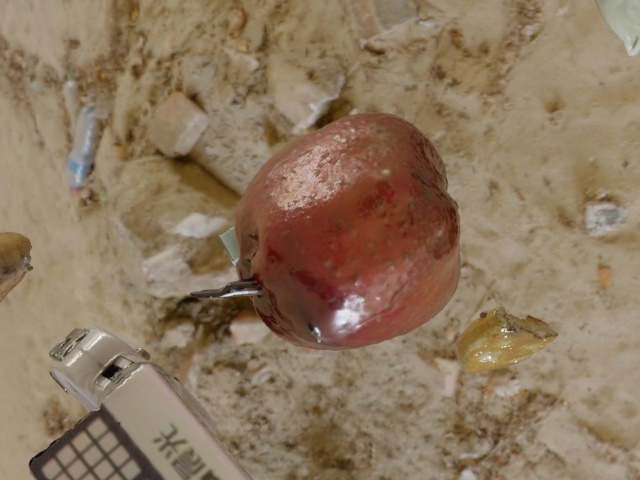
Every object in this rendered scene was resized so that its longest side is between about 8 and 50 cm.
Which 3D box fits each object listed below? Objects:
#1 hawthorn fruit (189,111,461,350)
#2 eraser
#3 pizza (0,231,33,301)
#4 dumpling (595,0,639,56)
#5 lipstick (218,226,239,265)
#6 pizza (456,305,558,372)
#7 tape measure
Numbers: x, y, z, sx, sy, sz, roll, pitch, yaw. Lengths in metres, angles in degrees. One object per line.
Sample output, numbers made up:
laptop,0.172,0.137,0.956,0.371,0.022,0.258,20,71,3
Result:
hawthorn fruit,0.000,0.000,0.907,0.254,0.300,0.254,165,90,-73
eraser,-0.086,0.243,0.651,0.287,0.130,0.086,44,169,19
pizza,-0.366,0.073,0.743,0.085,0.305,0.161,45,124,-7
dumpling,0.431,-0.354,1.101,0.124,0.151,0.229,35,168,31
lipstick,-0.039,-0.055,1.613,0.068,0.317,0.066,58,178,24
pizza,0.306,0.156,1.375,0.182,0.161,0.062,85,-177,-58
tape measure,-0.227,0.226,1.108,0.197,0.120,0.236,8,139,49
